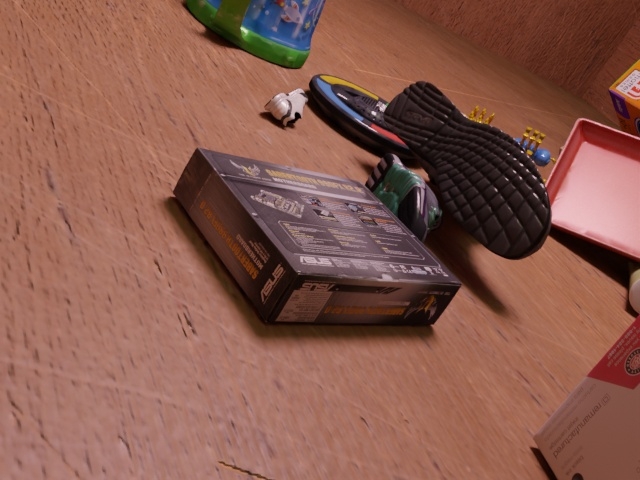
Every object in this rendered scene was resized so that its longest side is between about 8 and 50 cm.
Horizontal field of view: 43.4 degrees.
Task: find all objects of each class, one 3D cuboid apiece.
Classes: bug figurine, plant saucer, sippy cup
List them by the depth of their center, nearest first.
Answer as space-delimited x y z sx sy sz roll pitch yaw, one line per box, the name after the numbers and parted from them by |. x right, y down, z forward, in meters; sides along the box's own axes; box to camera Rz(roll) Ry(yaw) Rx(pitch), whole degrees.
-0.079 -0.452 1.374 0.240 0.224 0.305 17 26 -32 | sippy cup
0.523 -0.073 1.383 0.259 0.048 0.258 24 58 16 | plant saucer
0.346 -0.177 1.546 0.216 0.072 0.279 30 26 13 | bug figurine

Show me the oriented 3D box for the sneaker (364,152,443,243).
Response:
0.118 -0.035 0.957 0.098 0.083 0.224 30 21 -16 | sneaker

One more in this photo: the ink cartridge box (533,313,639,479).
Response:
0.281 0.184 0.606 0.092 0.159 0.218 21 25 -28 | ink cartridge box

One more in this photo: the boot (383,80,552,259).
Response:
0.233 -0.067 1.082 0.222 0.118 0.338 40 17 -44 | boot

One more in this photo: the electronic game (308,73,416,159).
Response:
0.084 -0.201 1.293 0.229 0.048 0.229 27 23 -12 | electronic game

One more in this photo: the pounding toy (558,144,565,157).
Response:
0.537 -0.065 1.521 0.094 0.181 0.206 -24 47 -15 | pounding toy

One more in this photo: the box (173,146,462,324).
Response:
0.000 0.000 0.762 0.231 0.056 0.183 7 33 -46 | box

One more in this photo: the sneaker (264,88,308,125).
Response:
-0.041 -0.183 1.121 0.044 0.040 0.109 49 27 0 | sneaker

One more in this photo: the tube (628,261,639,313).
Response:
0.531 0.076 1.290 0.240 0.062 0.070 -14 92 -67 | tube

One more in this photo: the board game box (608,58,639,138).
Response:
0.848 -0.232 1.553 0.356 0.356 0.356 48 3 41 | board game box
